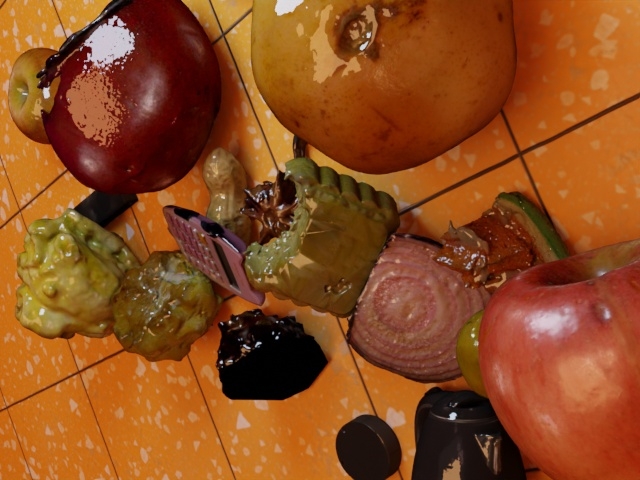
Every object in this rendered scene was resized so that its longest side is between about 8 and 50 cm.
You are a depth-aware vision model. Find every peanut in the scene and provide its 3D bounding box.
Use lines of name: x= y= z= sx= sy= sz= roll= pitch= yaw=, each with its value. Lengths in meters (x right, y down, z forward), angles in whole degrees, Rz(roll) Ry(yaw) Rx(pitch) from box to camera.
peanut: x=-0.196 y=-0.083 z=1.645 sx=0.103 sy=0.098 sz=0.230 roll=-154 pitch=57 yaw=-68

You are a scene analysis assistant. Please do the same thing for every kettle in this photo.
kettle: x=0.234 y=0.397 z=1.353 sx=0.268 sy=0.207 sz=0.291 roll=-179 pitch=84 yaw=-68

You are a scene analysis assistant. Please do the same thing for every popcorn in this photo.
popcorn: x=-0.599 y=0.082 z=1.904 sx=0.312 sy=0.312 sz=0.313 roll=11 pitch=107 yaw=38

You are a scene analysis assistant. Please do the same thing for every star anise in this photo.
star anise: x=-0.033 y=-0.083 z=1.490 sx=0.237 sy=0.148 sz=0.347 roll=7 pitch=103 yaw=16

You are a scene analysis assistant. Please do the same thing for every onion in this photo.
onion: x=0.184 y=0.114 z=1.371 sx=0.247 sy=0.111 sz=0.250 roll=23 pitch=108 yaw=-6

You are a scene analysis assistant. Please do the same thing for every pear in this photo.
pear: x=0.293 y=0.188 z=1.262 sx=0.148 sy=0.149 sz=0.162 roll=11 pitch=139 yaw=38

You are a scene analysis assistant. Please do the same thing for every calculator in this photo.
calculator: x=-0.225 y=0.021 z=1.631 sx=0.294 sy=0.043 sz=0.194 roll=26 pitch=147 yaw=39

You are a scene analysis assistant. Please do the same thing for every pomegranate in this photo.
pomegranate: x=0.094 y=-0.310 z=1.181 sx=0.416 sy=0.416 sz=0.417 roll=11 pitch=107 yaw=38

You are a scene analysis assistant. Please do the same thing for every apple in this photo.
apple: x=0.404 y=0.176 z=1.037 sx=0.363 sy=0.363 sz=0.364 roll=11 pitch=107 yaw=38
apple: x=-0.661 y=-0.354 z=1.936 sx=0.210 sy=0.173 sz=0.235 roll=8 pitch=96 yaw=43

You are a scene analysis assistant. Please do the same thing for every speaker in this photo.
speaker: x=-0.543 y=-0.087 z=1.978 sx=0.218 sy=0.044 sz=0.082 roll=-28 pitch=82 yaw=41

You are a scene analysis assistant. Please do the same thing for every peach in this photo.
peach: x=-0.375 y=-0.310 z=1.605 sx=0.352 sy=0.339 sz=0.417 roll=4 pitch=106 yaw=1

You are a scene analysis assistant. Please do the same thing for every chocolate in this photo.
chocolate: x=-0.119 y=0.197 z=1.611 sx=0.206 sy=0.224 sz=0.177 roll=-57 pitch=41 yaw=34

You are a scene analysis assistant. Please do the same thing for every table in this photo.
table: x=0.094 y=0.416 z=1.559 sx=0.133 sy=0.043 sz=0.134 roll=10 pitch=107 yaw=38

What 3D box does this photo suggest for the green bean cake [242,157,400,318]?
green bean cake: x=0.000 y=0.000 z=1.372 sx=0.232 sy=0.124 sz=0.236 roll=22 pitch=109 yaw=-8

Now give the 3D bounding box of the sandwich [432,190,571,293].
sandwich: x=0.290 y=0.024 z=1.226 sx=0.185 sy=0.159 sz=0.109 roll=50 pitch=144 yaw=26

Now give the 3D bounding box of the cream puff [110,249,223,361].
cream puff: x=-0.339 y=0.157 z=1.795 sx=0.281 sy=0.185 sz=0.282 roll=-21 pitch=48 yaw=26
